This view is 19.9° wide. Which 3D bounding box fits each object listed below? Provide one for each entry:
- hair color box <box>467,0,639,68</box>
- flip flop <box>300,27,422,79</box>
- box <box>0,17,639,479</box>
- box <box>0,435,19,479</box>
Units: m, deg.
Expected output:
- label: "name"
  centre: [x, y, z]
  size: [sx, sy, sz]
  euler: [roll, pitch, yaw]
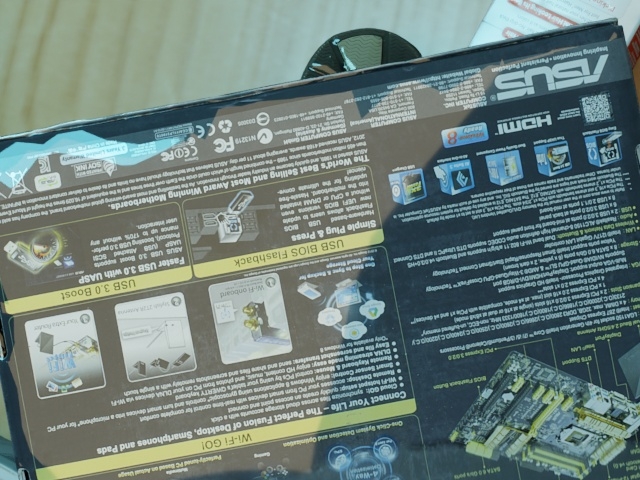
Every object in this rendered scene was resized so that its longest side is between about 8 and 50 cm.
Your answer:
- label: "hair color box"
  centre: [0.159, -0.139, 1.156]
  size: [0.093, 0.053, 0.167]
  euler: [29, 89, 18]
- label: "flip flop"
  centre: [0.000, 0.000, 1.167]
  size: [0.112, 0.080, 0.277]
  euler: [16, 86, 2]
- label: "box"
  centre: [0.012, 0.062, 1.076]
  size: [0.395, 0.097, 0.318]
  euler: [-12, 87, 2]
- label: "box"
  centre: [-0.226, 0.176, 1.197]
  size: [0.102, 0.101, 0.087]
  euler: [23, 89, 21]
